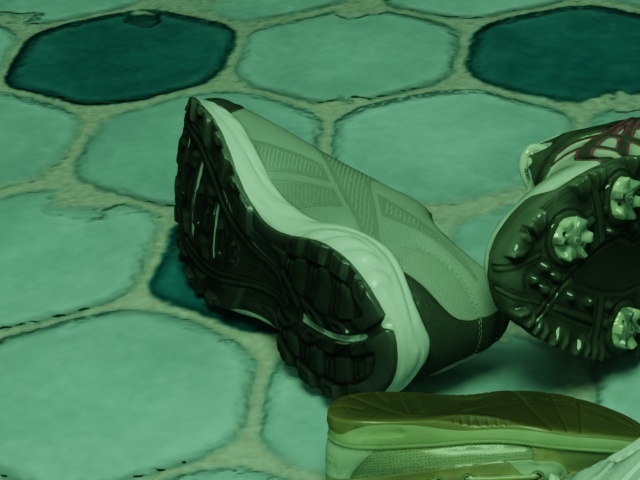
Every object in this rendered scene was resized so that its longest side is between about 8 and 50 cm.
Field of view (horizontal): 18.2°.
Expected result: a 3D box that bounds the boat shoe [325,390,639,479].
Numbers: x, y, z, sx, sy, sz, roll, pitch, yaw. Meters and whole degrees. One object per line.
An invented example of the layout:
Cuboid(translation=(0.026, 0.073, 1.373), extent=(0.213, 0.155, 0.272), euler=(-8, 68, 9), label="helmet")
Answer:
Cuboid(translation=(0.079, 0.102, 0.945), extent=(0.153, 0.048, 0.056), euler=(1, 15, -5), label="boat shoe")

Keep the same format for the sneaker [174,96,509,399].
Cuboid(translation=(0.000, 0.001, 1.097), extent=(0.108, 0.100, 0.271), euler=(-9, 33, -31), label="sneaker")

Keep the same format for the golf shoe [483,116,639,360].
Cuboid(translation=(0.150, -0.008, 1.081), extent=(0.120, 0.105, 0.273), euler=(9, 18, 35), label="golf shoe")

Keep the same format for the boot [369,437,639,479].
Cuboid(translation=(0.072, 0.111, 0.748), extent=(0.123, 0.095, 0.258), euler=(25, 40, 31), label="boot")
